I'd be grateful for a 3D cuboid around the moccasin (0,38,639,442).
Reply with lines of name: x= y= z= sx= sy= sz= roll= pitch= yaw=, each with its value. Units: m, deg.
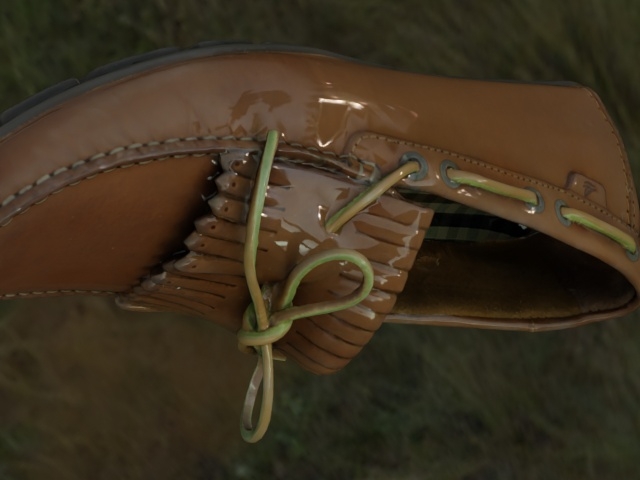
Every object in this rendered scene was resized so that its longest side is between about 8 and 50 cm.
moccasin: x=-0.002 y=0.002 z=0.910 sx=0.139 sy=0.380 sz=0.147 roll=-42 pitch=58 yaw=38
